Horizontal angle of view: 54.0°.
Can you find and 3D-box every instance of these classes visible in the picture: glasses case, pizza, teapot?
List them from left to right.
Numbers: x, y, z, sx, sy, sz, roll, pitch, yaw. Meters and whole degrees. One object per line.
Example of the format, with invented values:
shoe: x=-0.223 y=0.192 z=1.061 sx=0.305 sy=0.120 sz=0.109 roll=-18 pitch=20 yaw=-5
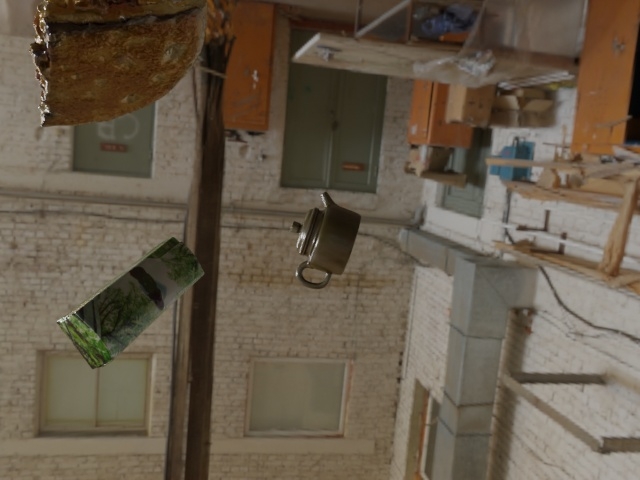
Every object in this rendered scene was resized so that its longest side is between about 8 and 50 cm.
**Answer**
pizza: x=-0.375 y=-0.320 z=1.093 sx=0.409 sy=0.113 sz=0.278 roll=-31 pitch=152 yaw=27
glasses case: x=-0.298 y=0.091 z=1.032 sx=0.062 sy=0.095 sz=0.272 roll=-25 pitch=-166 yaw=30
teapot: x=0.000 y=0.000 z=1.726 sx=0.176 sy=0.267 sz=0.185 roll=18 pitch=176 yaw=1
